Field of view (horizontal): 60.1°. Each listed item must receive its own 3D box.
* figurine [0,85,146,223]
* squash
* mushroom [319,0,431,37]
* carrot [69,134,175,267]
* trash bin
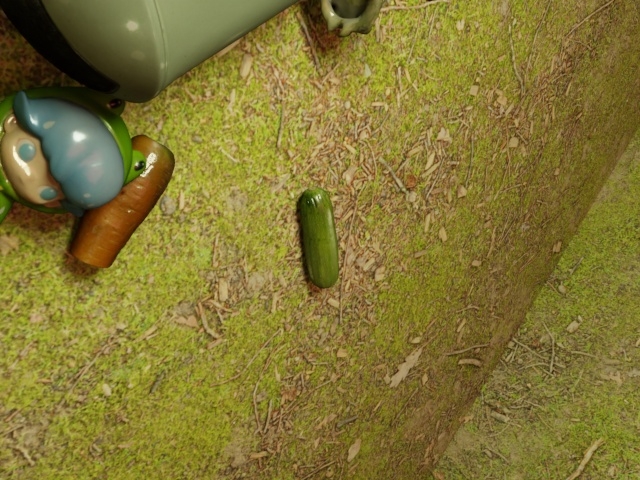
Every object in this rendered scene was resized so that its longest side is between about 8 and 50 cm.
[{"bbox_3d":[-0.346,-0.090,0.649,0.263,0.143,0.162,-22,119,-16],"label":"figurine"},{"bbox_3d":[0.000,0.000,1.101,0.069,0.069,0.239,-30,130,-32],"label":"squash"},{"bbox_3d":[0.088,-0.463,0.802,0.212,0.217,0.292,-45,131,-46],"label":"mushroom"},{"bbox_3d":[-0.276,-0.054,0.772,0.087,0.087,0.194,34,84,-49],"label":"carrot"},{"bbox_3d":[-0.147,-0.348,0.607,0.432,0.280,0.281,-41,135,-28],"label":"trash bin"}]
